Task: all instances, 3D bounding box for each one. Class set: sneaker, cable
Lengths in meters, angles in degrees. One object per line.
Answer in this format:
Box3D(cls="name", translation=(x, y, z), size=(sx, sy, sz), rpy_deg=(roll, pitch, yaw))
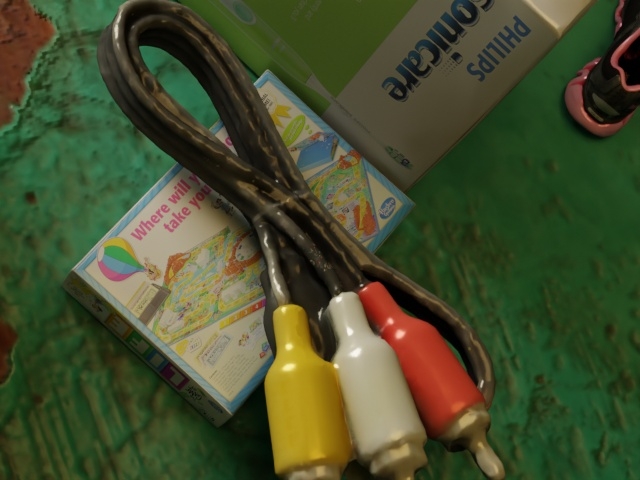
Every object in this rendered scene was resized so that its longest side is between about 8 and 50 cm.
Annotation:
Box3D(cls="sneaker", translation=(0.180, -0.110, 1.085), size=(0.047, 0.057, 0.119), rpy_deg=(34, 61, -3))
Box3D(cls="cable", translation=(0.000, 0.000, 0.936), size=(0.139, 0.072, 0.287), rpy_deg=(-15, 76, -30))

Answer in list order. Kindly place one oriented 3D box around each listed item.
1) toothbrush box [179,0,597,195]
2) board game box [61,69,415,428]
Box3D(cls="toothbrush box", translation=(0.003, -0.184, 0.963), size=(0.283, 0.206, 0.122), rpy_deg=(44, 62, 1))
Box3D(cls="board game box", translation=(-0.038, 0.002, 0.978), size=(0.103, 0.026, 0.154), rpy_deg=(43, 62, -1))
